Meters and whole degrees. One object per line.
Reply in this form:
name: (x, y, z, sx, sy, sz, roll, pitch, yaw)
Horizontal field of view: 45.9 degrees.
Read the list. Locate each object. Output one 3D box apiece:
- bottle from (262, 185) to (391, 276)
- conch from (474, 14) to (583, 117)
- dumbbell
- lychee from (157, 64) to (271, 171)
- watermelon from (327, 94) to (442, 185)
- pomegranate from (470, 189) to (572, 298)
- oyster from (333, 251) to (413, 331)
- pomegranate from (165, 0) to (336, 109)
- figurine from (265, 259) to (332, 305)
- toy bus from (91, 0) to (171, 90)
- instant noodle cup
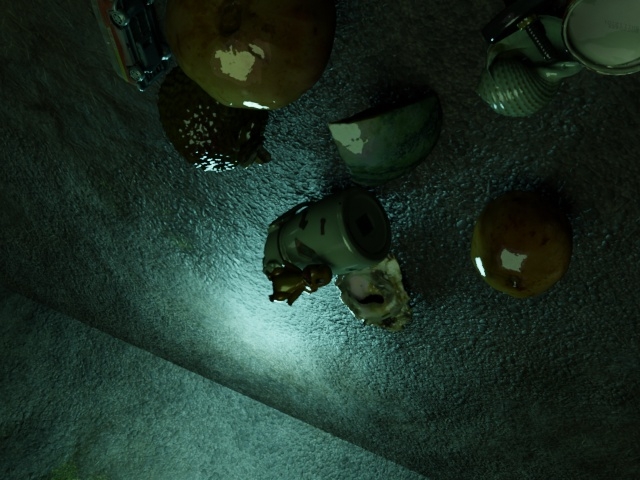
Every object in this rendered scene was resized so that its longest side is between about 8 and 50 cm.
bottle: (0.000, 0.000, 1.999, 0.351, 0.229, 0.229, -21, 123, 41)
conch: (0.377, -0.318, 1.379, 0.199, 0.131, 0.172, -20, 102, 2)
dumbbell: (0.286, -0.431, 1.231, 0.326, 0.143, 0.143, 56, 145, 1)
lychee: (-0.243, -0.291, 1.755, 0.319, 0.270, 0.270, 7, 141, 25)
watermelon: (0.140, -0.220, 1.649, 0.176, 0.260, 0.256, 37, 132, 13)
pomegranate: (0.447, 0.007, 1.692, 0.248, 0.248, 0.248, 20, 146, 14)
oyster: (0.153, 0.141, 2.210, 0.201, 0.107, 0.355, -17, 125, 8)
pomegranate: (-0.127, -0.414, 1.482, 0.338, 0.338, 0.338, 20, 146, 14)
figurine: (-0.042, 0.107, 1.908, 0.176, 0.122, 0.122, -18, 156, 28)
toy bus: (-0.448, -0.493, 1.775, 0.119, 0.121, 0.265, 25, 148, 24)
instant noodle cup: (0.478, -0.373, 1.186, 0.213, 0.174, 0.213, 19, 145, 14)
